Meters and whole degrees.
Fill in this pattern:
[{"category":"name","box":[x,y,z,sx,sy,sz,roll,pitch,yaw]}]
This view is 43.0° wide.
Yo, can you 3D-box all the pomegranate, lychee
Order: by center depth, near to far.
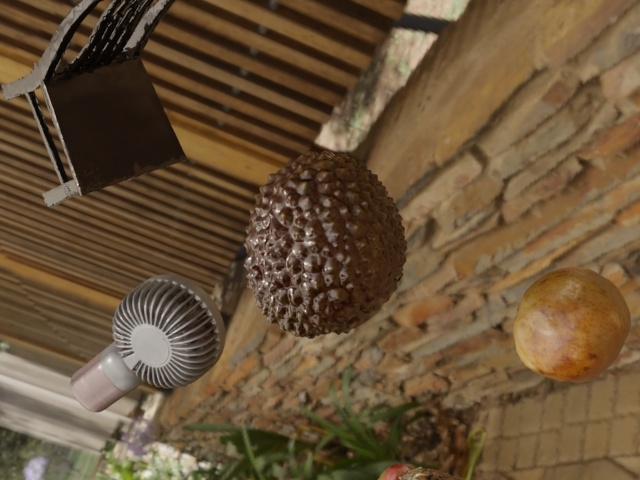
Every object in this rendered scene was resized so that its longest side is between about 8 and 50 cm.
[{"category":"lychee","box":[0.000,0.000,1.213,0.267,0.267,0.268,-159,90,-81]},{"category":"pomegranate","box":[0.507,0.170,1.664,0.248,0.248,0.248,-159,90,-81]}]

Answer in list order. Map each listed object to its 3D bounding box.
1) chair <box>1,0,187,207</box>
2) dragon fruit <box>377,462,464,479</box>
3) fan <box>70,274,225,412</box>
[{"category":"chair","box":[-0.134,-0.092,0.540,0.084,0.102,0.212,-26,9,-35]},{"category":"dragon fruit","box":[0.126,0.339,0.725,0.263,0.314,0.296,-95,-13,-47]},{"category":"fan","box":[-0.219,0.136,0.980,0.244,0.130,0.074,-35,4,30]}]
